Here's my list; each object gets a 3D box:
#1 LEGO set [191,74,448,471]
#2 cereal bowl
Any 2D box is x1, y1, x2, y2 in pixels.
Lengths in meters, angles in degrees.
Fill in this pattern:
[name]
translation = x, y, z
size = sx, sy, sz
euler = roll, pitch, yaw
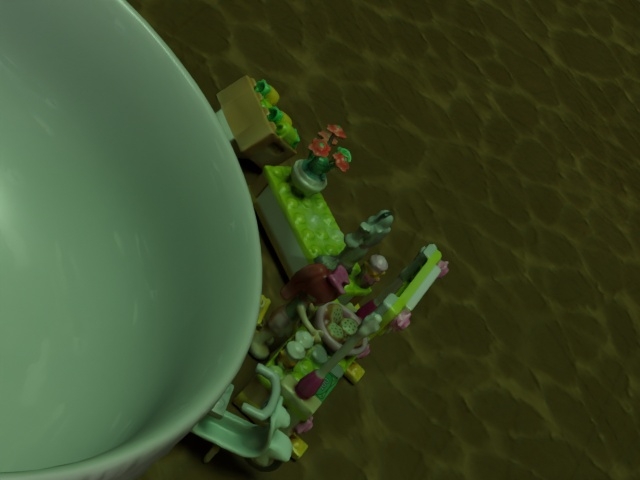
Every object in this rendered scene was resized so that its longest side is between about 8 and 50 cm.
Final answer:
[LEGO set]
translation = 0.000, 0.000, 0.852
size = 0.132, 0.107, 0.287
euler = 30, 37, -18
[cereal bowl]
translation = -0.200, -0.009, 0.642
size = 0.339, 0.141, 0.339
euler = 25, 39, -22
